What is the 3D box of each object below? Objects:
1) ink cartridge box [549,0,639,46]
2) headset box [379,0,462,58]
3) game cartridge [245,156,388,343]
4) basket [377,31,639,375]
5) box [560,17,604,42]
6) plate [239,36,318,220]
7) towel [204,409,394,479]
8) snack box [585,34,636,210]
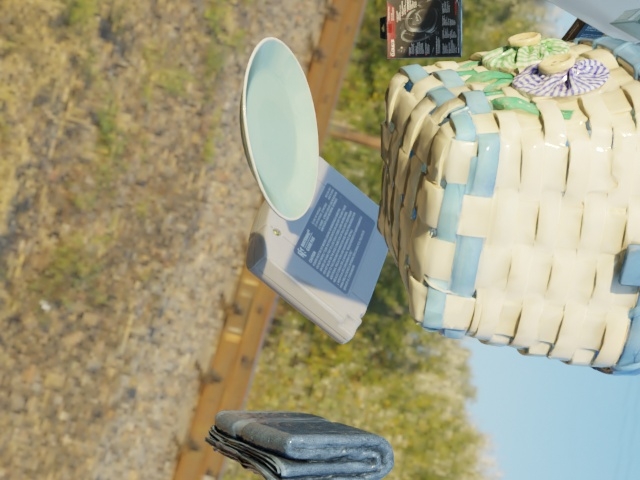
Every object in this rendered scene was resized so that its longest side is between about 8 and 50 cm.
[{"bbox_3d":[0.366,-0.268,1.021,0.115,0.273,0.198,-26,-139,65],"label":"ink cartridge box"},{"bbox_3d":[0.101,-0.216,1.096,0.032,0.083,0.062,-50,139,-74],"label":"headset box"},{"bbox_3d":[0.000,0.000,1.558,0.060,0.196,0.294,-39,-166,32],"label":"game cartridge"},{"bbox_3d":[0.192,-0.027,0.707,0.254,0.289,0.201,-111,-151,-67],"label":"basket"},{"bbox_3d":[0.403,-0.282,1.541,0.162,0.116,0.029,122,-32,-65],"label":"box"},{"bbox_3d":[-0.046,-0.112,1.108,0.188,0.024,0.188,-6,90,-69],"label":"plate"},{"bbox_3d":[-0.013,0.110,0.575,0.119,0.067,0.029,174,-81,-67],"label":"towel"},{"bbox_3d":[0.379,-0.159,1.246,0.060,0.187,0.322,-38,175,-38],"label":"snack box"}]
